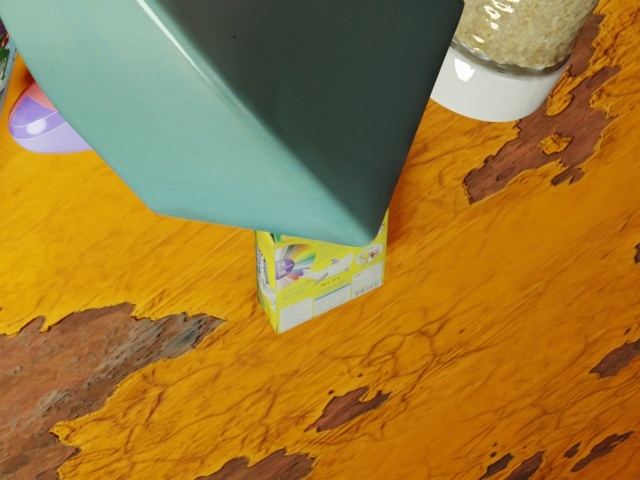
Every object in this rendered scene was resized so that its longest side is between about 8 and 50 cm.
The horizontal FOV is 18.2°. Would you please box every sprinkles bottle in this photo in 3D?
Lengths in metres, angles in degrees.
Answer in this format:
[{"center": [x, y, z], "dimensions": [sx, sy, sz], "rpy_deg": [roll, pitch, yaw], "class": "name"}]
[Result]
[{"center": [0.163, -0.233, 1.264], "dimensions": [0.121, 0.121, 0.355], "rpy_deg": [-13, 148, -34], "class": "sprinkles bottle"}]

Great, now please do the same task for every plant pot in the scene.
[{"center": [-0.062, -0.129, 1.098], "dimensions": [0.234, 0.165, 0.165], "rpy_deg": [43, 63, -51], "class": "plant pot"}]

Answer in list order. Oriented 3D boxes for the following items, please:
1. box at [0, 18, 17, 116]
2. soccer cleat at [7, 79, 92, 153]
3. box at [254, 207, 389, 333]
[{"center": [-0.272, 0.004, 1.169], "dimensions": [0.201, 0.057, 0.293], "rpy_deg": [-54, 173, -42], "class": "box"}, {"center": [-0.074, -0.096, 1.271], "dimensions": [0.248, 0.095, 0.083], "rpy_deg": [-20, 152, -25], "class": "soccer cleat"}, {"center": [0.000, 0.000, 1.585], "dimensions": [0.105, 0.043, 0.179], "rpy_deg": [-25, 156, -14], "class": "box"}]
